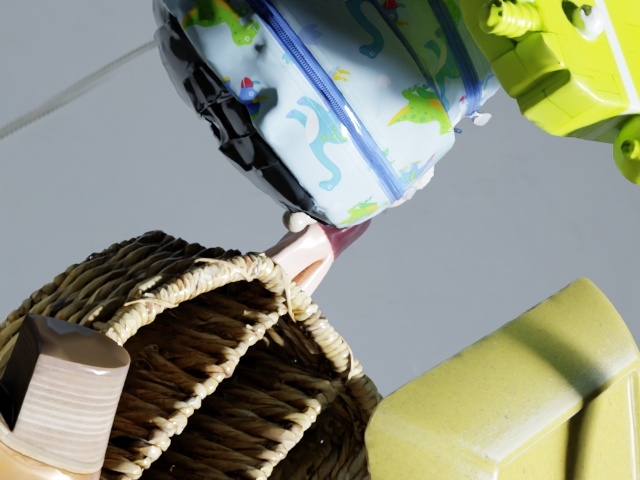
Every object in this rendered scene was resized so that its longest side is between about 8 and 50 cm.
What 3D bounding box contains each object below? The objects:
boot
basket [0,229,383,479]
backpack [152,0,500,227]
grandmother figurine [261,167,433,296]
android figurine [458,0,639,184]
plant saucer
[{"bbox_3d":[-0.192,0.092,0.560,0.197,0.073,0.152,20,104,-15],"label":"boot"},{"bbox_3d":[-0.103,0.142,0.927,0.299,0.223,0.213,-46,140,-39],"label":"basket"},{"bbox_3d":[-0.004,-0.145,0.994,0.273,0.355,0.290,-29,97,16],"label":"backpack"},{"bbox_3d":[0.000,0.000,1.557,0.342,0.208,0.104,-44,84,-10],"label":"grandmother figurine"},{"bbox_3d":[0.181,-0.143,0.826,0.273,0.056,0.248,7,61,-41],"label":"android figurine"},{"bbox_3d":[0.185,0.237,1.094,0.332,0.081,0.333,-24,112,-45],"label":"plant saucer"}]
